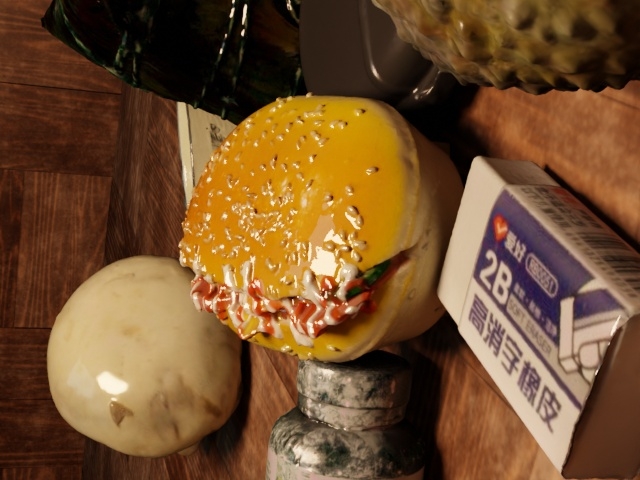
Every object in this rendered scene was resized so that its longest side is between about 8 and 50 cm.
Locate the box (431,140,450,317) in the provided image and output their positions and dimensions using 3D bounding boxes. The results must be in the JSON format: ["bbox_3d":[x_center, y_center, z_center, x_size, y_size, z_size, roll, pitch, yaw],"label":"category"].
[{"bbox_3d":[0.090,-0.007,0.871,0.087,0.023,0.155,162,110,-71],"label":"box"}]

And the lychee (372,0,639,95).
[{"bbox_3d":[0.116,-0.210,0.517,0.255,0.274,0.255,-24,52,35],"label":"lychee"}]

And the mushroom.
[{"bbox_3d":[-0.252,0.202,1.461,0.336,0.315,0.314,85,174,-53],"label":"mushroom"}]

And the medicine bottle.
[{"bbox_3d":[0.017,0.245,0.857,0.141,0.141,0.293,-159,73,-69],"label":"medicine bottle"}]

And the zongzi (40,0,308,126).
[{"bbox_3d":[-0.174,-0.263,1.107,0.362,0.384,0.319,2,84,63],"label":"zongzi"}]

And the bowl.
[{"bbox_3d":[-0.118,-0.099,1.261,0.238,0.126,0.237,176,90,-81],"label":"bowl"}]

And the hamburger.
[{"bbox_3d":[-0.009,-0.014,0.830,0.295,0.151,0.227,6,87,57],"label":"hamburger"}]

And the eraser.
[{"bbox_3d":[0.151,0.041,0.633,0.210,0.068,0.124,-119,35,-57],"label":"eraser"}]

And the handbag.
[{"bbox_3d":[0.063,-0.223,0.871,0.308,0.093,0.253,146,125,-65],"label":"handbag"}]
